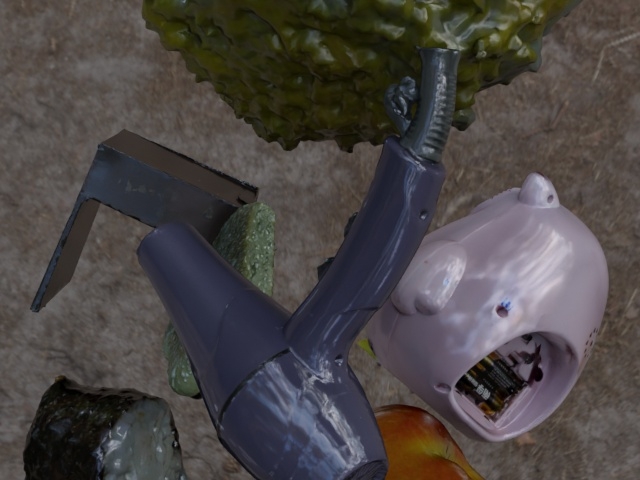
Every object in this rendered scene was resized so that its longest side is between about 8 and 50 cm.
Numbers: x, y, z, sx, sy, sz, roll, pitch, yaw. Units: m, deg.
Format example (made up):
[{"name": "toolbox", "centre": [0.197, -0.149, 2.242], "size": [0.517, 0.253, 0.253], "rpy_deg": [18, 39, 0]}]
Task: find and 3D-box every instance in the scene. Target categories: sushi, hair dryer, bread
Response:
[{"name": "sushi", "centre": [0.062, -0.274, 0.751], "size": [0.397, 0.240, 0.351], "rpy_deg": [1, 53, 45]}, {"name": "hair dryer", "centre": [0.000, 0.000, 0.653], "size": [0.301, 0.121, 0.361], "rpy_deg": [48, 117, 33]}, {"name": "sushi", "centre": [-0.285, 0.354, 1.052], "size": [0.208, 0.234, 0.348], "rpy_deg": [2, 104, 19]}, {"name": "bread", "centre": [-0.128, 0.079, 1.005], "size": [0.056, 0.207, 0.286], "rpy_deg": [32, 27, -21]}]

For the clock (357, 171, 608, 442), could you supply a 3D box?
[{"name": "clock", "centre": [0.278, 0.112, 1.272], "size": [0.376, 0.368, 0.250], "rpy_deg": [-48, 39, -1]}]

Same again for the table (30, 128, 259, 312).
[{"name": "table", "centre": [-0.267, 0.010, 1.315], "size": [0.251, 0.196, 0.282], "rpy_deg": [23, 102, -8]}]

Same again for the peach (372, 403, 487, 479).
[{"name": "peach", "centre": [0.069, 0.375, 0.993], "size": [0.335, 0.310, 0.406], "rpy_deg": [38, 117, -9]}]
